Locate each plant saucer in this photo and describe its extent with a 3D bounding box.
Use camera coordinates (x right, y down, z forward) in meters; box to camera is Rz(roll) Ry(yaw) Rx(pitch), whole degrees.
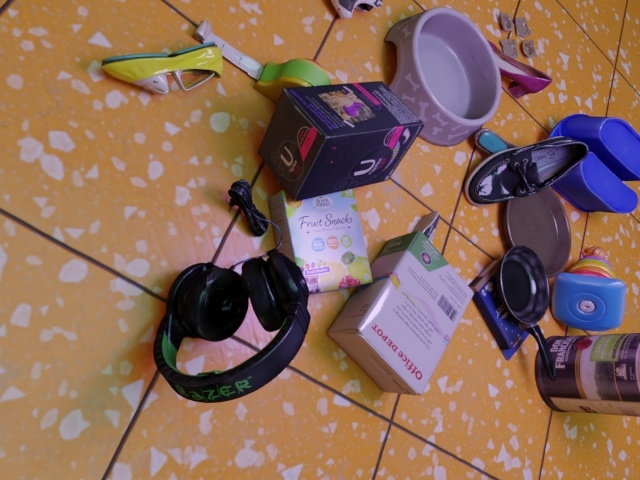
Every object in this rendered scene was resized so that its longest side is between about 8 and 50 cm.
[{"bbox_3d":[0.591,-0.032,1.546,0.278,0.041,0.278,7,76,-33],"label":"plant saucer"}]

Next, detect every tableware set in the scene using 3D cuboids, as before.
[{"bbox_3d":[0.588,-0.608,1.681,0.169,0.020,0.141,-10,85,-35],"label":"tableware set"}]

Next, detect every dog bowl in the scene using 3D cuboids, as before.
[{"bbox_3d":[0.315,-0.418,1.407,0.349,0.102,0.348,8,75,-33],"label":"dog bowl"}]

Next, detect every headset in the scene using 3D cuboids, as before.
[{"bbox_3d":[-0.140,0.070,0.922,0.394,0.243,0.185,-80,154,-51],"label":"headset"}]

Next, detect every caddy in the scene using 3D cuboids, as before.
[{"bbox_3d":[0.806,-0.222,1.652,0.341,0.179,0.241,32,86,-25],"label":"caddy"}]

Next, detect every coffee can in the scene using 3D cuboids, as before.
[{"bbox_3d":[0.718,0.334,1.407,0.201,0.275,0.201,8,75,-33],"label":"coffee can"}]

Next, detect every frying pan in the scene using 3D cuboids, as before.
[{"bbox_3d":[0.537,0.165,1.417,0.197,0.053,0.326,-39,104,-35],"label":"frying pan"}]

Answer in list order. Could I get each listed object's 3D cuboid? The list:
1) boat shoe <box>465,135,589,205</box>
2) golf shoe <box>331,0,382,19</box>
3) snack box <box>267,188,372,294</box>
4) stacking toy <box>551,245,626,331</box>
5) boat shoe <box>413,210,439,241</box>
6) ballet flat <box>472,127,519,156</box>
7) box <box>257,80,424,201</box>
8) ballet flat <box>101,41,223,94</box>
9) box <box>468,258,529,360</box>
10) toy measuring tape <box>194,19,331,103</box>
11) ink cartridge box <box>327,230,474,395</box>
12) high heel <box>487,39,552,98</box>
[{"bbox_3d":[0.534,-0.177,1.430,0.340,0.113,0.127,-19,104,-14],"label":"boat shoe"},{"bbox_3d":[0.120,-0.609,1.334,0.273,0.105,0.120,-28,112,-29],"label":"golf shoe"},{"bbox_3d":[0.000,0.000,1.124,0.174,0.070,0.207,-8,83,-34],"label":"snack box"},{"bbox_3d":[0.761,0.103,1.582,0.302,0.175,0.165,-48,136,-49],"label":"stacking toy"},{"bbox_3d":[0.242,-0.011,1.302,0.043,0.049,0.137,47,61,-20],"label":"boat shoe"},{"bbox_3d":[0.486,-0.238,1.503,0.206,0.067,0.073,35,105,-23],"label":"ballet flat"},{"bbox_3d":[0.041,-0.200,1.102,0.270,0.165,0.143,-17,59,-39],"label":"box"},{"bbox_3d":[-0.272,-0.304,1.010,0.231,0.077,0.077,-25,110,-37],"label":"ballet flat"},{"bbox_3d":[0.466,0.175,1.420,0.136,0.036,0.225,-37,102,-34],"label":"box"},{"bbox_3d":[-0.085,-0.340,1.114,0.330,0.121,0.121,32,64,-24],"label":"toy measuring tape"},{"bbox_3d":[0.173,0.151,1.177,0.201,0.117,0.278,47,58,-16],"label":"ink cartridge box"},{"bbox_3d":[0.528,-0.494,1.555,0.244,0.117,0.082,42,60,-19],"label":"high heel"}]
